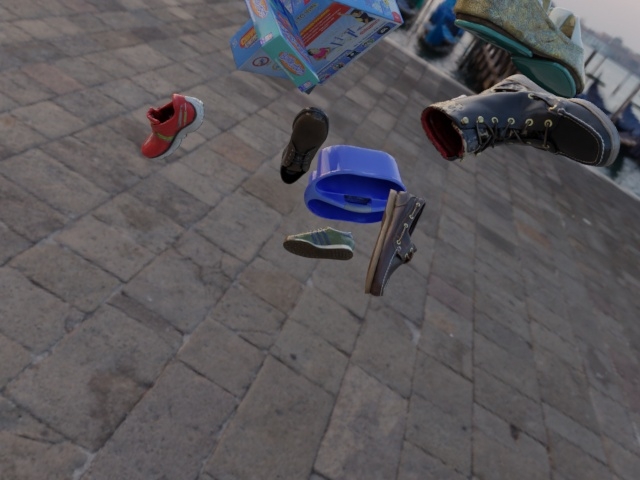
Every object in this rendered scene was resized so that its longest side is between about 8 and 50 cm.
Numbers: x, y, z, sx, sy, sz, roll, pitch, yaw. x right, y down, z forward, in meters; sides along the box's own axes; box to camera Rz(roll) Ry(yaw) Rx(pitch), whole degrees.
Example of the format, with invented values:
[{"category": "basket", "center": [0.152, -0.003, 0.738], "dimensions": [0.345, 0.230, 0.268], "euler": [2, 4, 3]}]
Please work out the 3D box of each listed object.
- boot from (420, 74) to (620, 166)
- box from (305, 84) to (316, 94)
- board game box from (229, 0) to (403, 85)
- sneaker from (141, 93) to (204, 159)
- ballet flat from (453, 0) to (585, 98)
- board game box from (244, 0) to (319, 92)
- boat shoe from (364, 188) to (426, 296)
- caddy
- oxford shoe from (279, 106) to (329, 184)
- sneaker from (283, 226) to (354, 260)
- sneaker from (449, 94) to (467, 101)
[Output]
[{"category": "boot", "center": [0.427, -0.243, 1.330], "dimensions": [0.284, 0.138, 0.377], "euler": [-18, 42, -16]}, {"category": "box", "center": [-0.042, -0.540, 1.787], "dimensions": [0.093, 0.158, 0.156], "euler": [41, 10, 13]}, {"category": "board game box", "center": [-0.012, -0.512, 1.473], "dimensions": [0.302, 0.308, 0.086], "euler": [-4, 73, -45]}, {"category": "sneaker", "center": [-0.441, -0.328, 1.681], "dimensions": [0.118, 0.279, 0.107], "euler": [16, 54, -40]}, {"category": "ballet flat", "center": [0.335, -0.322, 0.925], "dimensions": [0.349, 0.123, 0.123], "euler": [12, 33, -43]}, {"category": "board game box", "center": [-0.085, -0.422, 1.201], "dimensions": [0.160, 0.047, 0.210], "euler": [35, 31, -57]}, {"category": "boat shoe", "center": [0.129, 0.004, 1.012], "dimensions": [0.073, 0.073, 0.206], "euler": [17, 65, 5]}, {"category": "caddy", "center": [0.112, -0.164, 1.951], "dimensions": [0.342, 0.241, 0.179], "euler": [7, 52, -16]}, {"category": "oxford shoe", "center": [-0.036, -0.201, 1.327], "dimensions": [0.083, 0.227, 0.096], "euler": [16, 56, -7]}, {"category": "sneaker", "center": [0.000, 0.000, 1.634], "dimensions": [0.192, 0.064, 0.086], "euler": [8, 47, 7]}, {"category": "sneaker", "center": [0.325, -0.306, 1.589], "dimensions": [0.094, 0.212, 0.080], "euler": [-17, 68, -9]}]
